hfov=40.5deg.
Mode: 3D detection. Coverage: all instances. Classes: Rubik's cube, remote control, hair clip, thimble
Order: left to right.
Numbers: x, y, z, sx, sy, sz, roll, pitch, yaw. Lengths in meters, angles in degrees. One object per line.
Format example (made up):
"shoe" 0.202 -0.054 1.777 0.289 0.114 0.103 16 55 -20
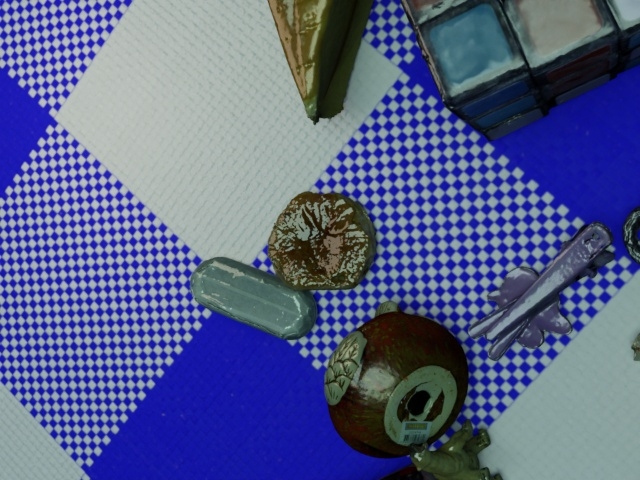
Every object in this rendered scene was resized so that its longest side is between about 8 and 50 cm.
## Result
"remote control" -0.123 0.103 1.558 0.247 0.052 0.104 19 95 19
"Rubik's cube" 0.297 -0.383 1.219 0.359 0.363 0.362 -22 82 15
"hair clip" 0.363 0.082 1.373 0.278 0.090 0.137 -47 74 20
"thimble" 0.511 -0.004 1.322 0.104 0.066 0.095 35 103 17

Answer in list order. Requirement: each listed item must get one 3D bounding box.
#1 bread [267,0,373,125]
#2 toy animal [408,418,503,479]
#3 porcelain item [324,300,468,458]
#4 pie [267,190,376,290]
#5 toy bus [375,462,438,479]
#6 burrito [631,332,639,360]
"bread" 0.042 -0.382 1.380 0.245 0.233 0.361 -15 92 18
"toy animal" 0.217 0.354 1.382 0.101 0.219 0.103 -18 66 17
"porcelain item" 0.108 0.223 1.423 0.253 0.253 0.252 1 94 19
"pie" 0.000 0.000 1.500 0.195 0.046 0.195 -2 81 14
"toy bus" 0.074 0.485 1.461 0.303 0.147 0.127 -31 84 20
"burrito" 0.560 0.132 1.323 0.188 0.045 0.058 -33 75 20
